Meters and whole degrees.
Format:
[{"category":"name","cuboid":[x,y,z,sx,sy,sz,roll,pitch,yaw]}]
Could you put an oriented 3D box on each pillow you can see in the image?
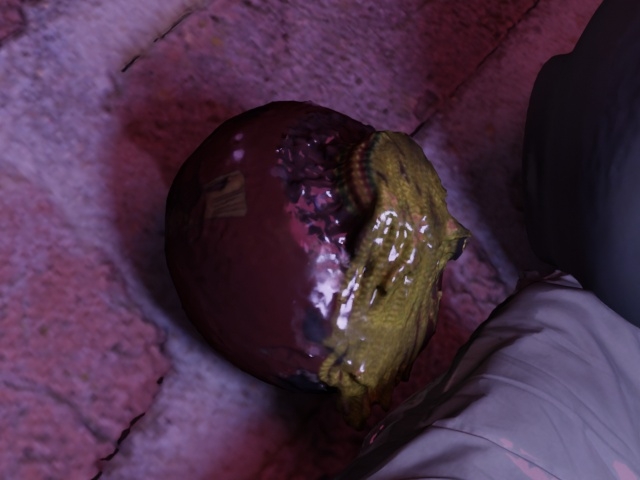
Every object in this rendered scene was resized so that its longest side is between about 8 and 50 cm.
[{"category":"pillow","cuboid":[0.123,0.186,0.779,0.283,0.138,0.310,54,45,-6]}]

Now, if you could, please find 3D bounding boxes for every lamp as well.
[{"category":"lamp","cuboid":[0.002,-0.003,0.815,0.157,0.135,0.156,34,45,-11]}]

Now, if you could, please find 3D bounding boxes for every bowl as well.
[{"category":"bowl","cuboid":[0.207,-0.045,0.967,0.289,0.146,0.289,3,90,-65]}]
